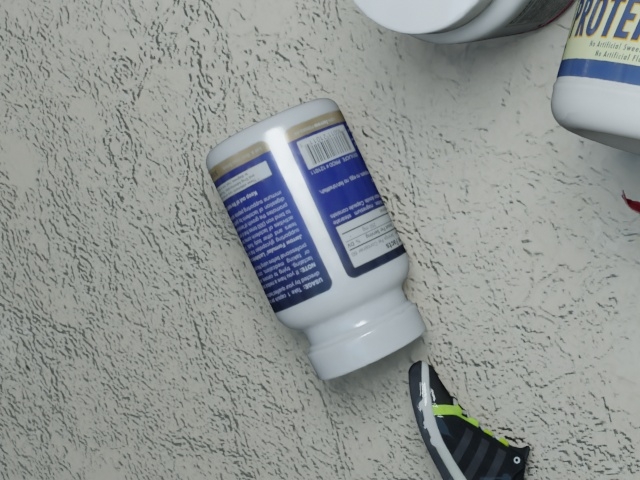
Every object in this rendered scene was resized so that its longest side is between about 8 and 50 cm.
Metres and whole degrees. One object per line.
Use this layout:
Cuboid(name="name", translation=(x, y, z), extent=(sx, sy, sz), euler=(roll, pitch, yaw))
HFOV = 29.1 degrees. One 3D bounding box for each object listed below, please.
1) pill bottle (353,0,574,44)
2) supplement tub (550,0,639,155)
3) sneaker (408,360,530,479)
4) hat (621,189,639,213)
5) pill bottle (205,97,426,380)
Cuboid(name="pill bottle", translation=(0.131, -0.256, 1.088), extent=(0.160, 0.283, 0.160), euler=(6, 103, 24))
Cuboid(name="supplement tub", translation=(0.329, -0.217, 0.947), extent=(0.235, 0.235, 0.324), euler=(17, 94, 21))
Cuboid(name="sneaker", translation=(0.170, 0.225, 1.305), extent=(0.097, 0.084, 0.234), euler=(-25, 91, 4))
Cuboid(name="hat", translation=(0.395, 0.016, 1.078), extent=(0.208, 0.183, 0.173), euler=(-5, 99, 26))
Cuboid(name="pill bottle", translation=(0.000, 0.000, 1.279), extent=(0.153, 0.153, 0.264), euler=(-25, 90, 27))
